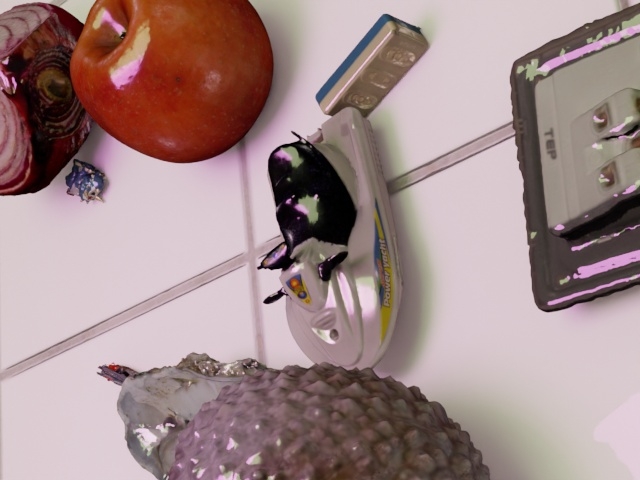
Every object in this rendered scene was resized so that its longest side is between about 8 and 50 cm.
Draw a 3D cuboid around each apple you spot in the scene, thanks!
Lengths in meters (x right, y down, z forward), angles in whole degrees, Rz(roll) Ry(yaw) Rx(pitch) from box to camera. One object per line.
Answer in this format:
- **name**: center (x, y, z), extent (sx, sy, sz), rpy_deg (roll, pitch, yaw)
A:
- **apple**: center (-0.162, -0.195, 1.525), extent (0.218, 0.201, 0.218), rpy_deg (-25, 53, 39)

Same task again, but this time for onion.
- **onion**: center (-0.378, -0.178, 1.749), extent (0.216, 0.206, 0.207), rpy_deg (2, 124, 32)

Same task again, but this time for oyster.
- **oyster**: center (-0.128, 0.178, 1.456), extent (0.199, 0.087, 0.252), rpy_deg (51, 122, 31)

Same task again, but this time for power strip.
- **power strip**: center (0.051, -0.171, 1.401), extent (0.123, 0.056, 0.032), rpy_deg (-47, 50, 26)
- **power strip**: center (0.259, -0.092, 1.140), extent (0.251, 0.092, 0.257), rpy_deg (-26, 57, 42)

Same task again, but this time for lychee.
- **lychee**: center (0.005, 0.234, 1.166), extent (0.300, 0.300, 0.300), rpy_deg (-16, 67, 42)

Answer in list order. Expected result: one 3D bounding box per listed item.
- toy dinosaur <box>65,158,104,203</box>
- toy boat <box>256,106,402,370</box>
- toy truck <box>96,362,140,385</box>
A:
- **toy dinosaur**: center (-0.302, -0.073, 1.750), extent (0.083, 0.030, 0.047), rpy_deg (31, 98, 46)
- **toy boat**: center (0.004, -0.003, 1.349), extent (0.140, 0.140, 0.269), rpy_deg (-33, 42, 35)
- **toy truck**: center (-0.227, 0.161, 1.604), extent (0.083, 0.032, 0.024), rpy_deg (18, 95, 48)
